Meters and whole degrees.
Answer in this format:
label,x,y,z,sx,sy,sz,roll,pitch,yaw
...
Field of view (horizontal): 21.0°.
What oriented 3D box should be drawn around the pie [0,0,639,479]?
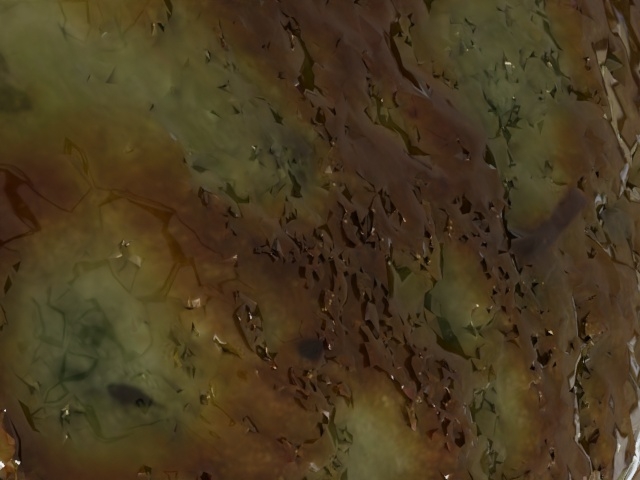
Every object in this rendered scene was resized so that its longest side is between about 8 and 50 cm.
label,x,y,z,sx,sy,sz,roll,pitch,yaw
pie,0.000,0.000,0.528,0.355,0.103,0.288,-36,-77,-43
